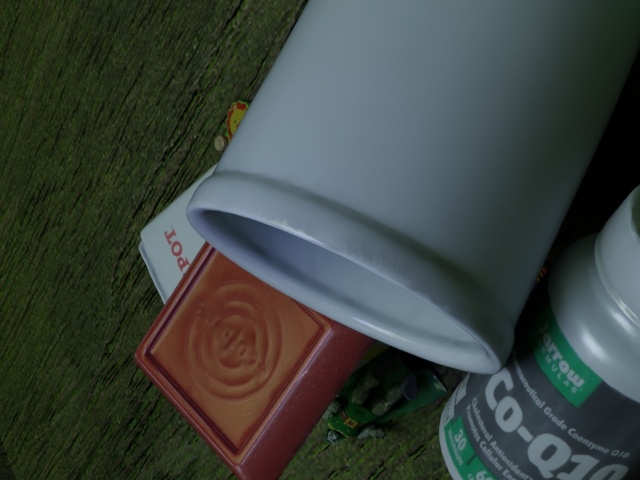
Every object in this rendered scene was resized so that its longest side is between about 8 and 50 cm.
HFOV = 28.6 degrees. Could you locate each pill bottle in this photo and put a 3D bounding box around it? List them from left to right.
[{"bbox_3d":[0.278,0.120,1.223,0.204,0.204,0.361,59,140,29],"label":"pill bottle"}]

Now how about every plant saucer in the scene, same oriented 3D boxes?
[{"bbox_3d":[-0.091,0.116,1.434,0.258,0.048,0.259,43,108,30],"label":"plant saucer"}]

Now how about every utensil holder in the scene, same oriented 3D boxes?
[{"bbox_3d":[0.105,-0.115,1.201,0.327,0.327,0.385,10,68,54],"label":"utensil holder"}]

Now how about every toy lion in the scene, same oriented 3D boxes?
[{"bbox_3d":[-0.116,-0.157,1.894,0.100,0.034,0.096,57,131,31],"label":"toy lion"}]

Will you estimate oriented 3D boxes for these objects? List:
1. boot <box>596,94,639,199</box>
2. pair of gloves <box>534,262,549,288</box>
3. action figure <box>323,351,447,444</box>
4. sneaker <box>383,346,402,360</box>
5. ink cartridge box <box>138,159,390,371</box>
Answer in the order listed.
[{"bbox_3d":[0.322,-0.084,1.259,0.099,0.045,0.121,24,123,54],"label":"boot"},{"bbox_3d":[0.246,0.065,1.431,0.074,0.010,0.083,62,142,26],"label":"pair of gloves"},{"bbox_3d":[0.057,0.221,1.668,0.137,0.063,0.232,32,146,-3],"label":"action figure"},{"bbox_3d":[0.070,0.119,1.630,0.069,0.084,0.185,56,137,33],"label":"sneaker"},{"bbox_3d":[0.000,0.000,1.516,0.384,0.160,0.279,-38,64,23],"label":"ink cartridge box"}]
